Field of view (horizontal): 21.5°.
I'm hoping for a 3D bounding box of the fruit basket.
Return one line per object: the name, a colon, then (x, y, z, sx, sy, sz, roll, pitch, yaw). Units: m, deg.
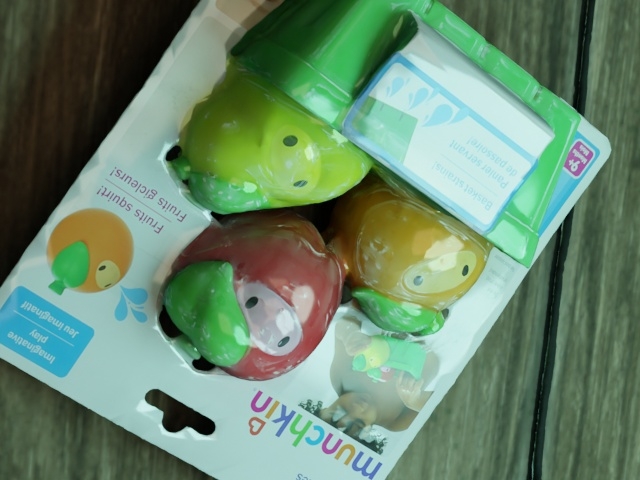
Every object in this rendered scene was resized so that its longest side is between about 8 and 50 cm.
fruit basket: (0.000, 0.000, 1.115, 0.327, 0.165, 0.353, 35, 86, -28)
